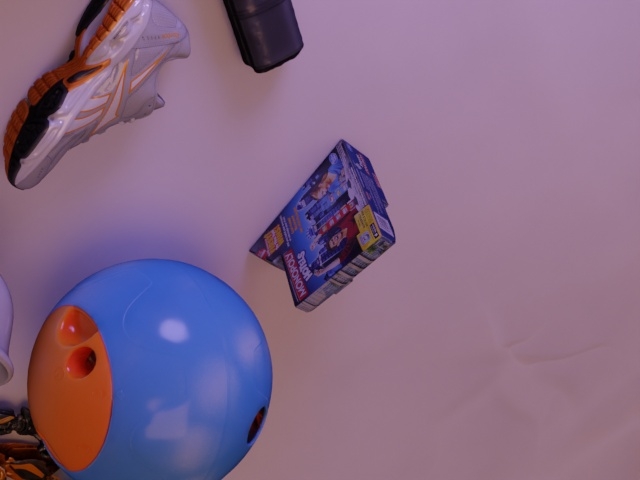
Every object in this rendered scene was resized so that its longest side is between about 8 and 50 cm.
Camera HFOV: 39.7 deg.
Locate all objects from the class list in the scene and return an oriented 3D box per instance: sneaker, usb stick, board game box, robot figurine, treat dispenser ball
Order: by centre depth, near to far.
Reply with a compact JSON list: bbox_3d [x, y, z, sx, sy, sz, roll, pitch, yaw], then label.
[{"bbox_3d":[-0.084,-0.314,0.963,0.077,0.045,0.278,-25,128,-9],"label":"usb stick"},{"bbox_3d":[-0.237,-0.149,0.966,0.262,0.099,0.121,-49,133,11],"label":"sneaker"},{"bbox_3d":[-0.201,0.166,1.061,0.288,0.288,0.288,-13,126,-19],"label":"treat dispenser ball"},{"bbox_3d":[0.000,0.000,1.147,0.194,0.194,0.060,-41,130,22],"label":"board game box"},{"bbox_3d":[-0.414,0.341,1.201,0.211,0.085,0.291,-43,130,3],"label":"robot figurine"}]

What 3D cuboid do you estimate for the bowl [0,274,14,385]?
[{"bbox_3d":[-0.444,0.039,0.919,0.297,0.134,0.298,10,152,5],"label":"bowl"}]
